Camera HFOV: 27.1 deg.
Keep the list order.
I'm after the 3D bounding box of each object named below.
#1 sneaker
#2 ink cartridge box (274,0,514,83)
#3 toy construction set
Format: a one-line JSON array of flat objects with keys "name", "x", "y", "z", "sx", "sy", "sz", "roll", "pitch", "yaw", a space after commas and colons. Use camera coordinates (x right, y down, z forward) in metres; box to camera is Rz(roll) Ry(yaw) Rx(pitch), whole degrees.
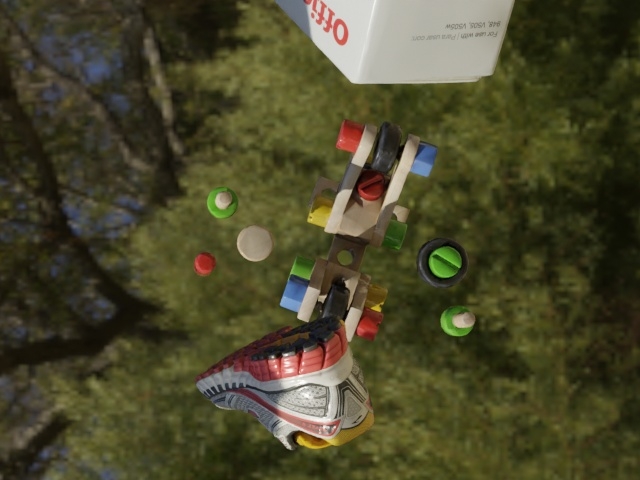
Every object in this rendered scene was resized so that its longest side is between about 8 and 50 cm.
[{"name": "sneaker", "x": -0.030, "y": 0.121, "z": 1.019, "sx": 0.088, "sy": 0.225, "sz": 0.092, "roll": -27, "pitch": -86, "yaw": -20}, {"name": "ink cartridge box", "x": 0.038, "y": -0.199, "z": 0.644, "sx": 0.087, "sy": 0.153, "sz": 0.208, "roll": -8, "pitch": -52, "yaw": -28}, {"name": "toy construction set", "x": 0.000, "y": 0.000, "z": 1.576, "sx": 0.237, "sy": 0.309, "sz": 0.257, "roll": 151, "pitch": 113, "yaw": -82}]
